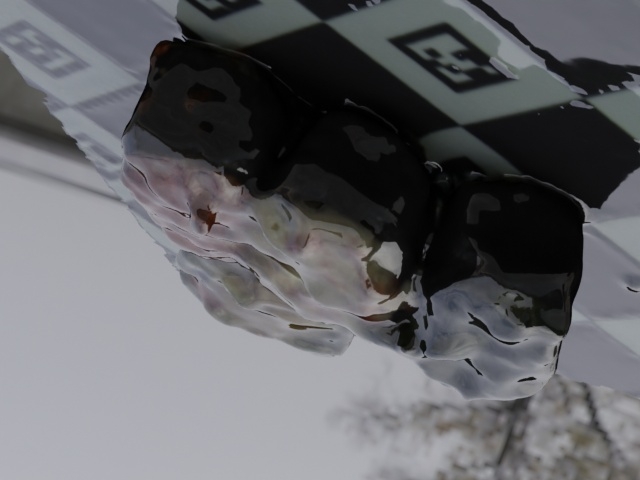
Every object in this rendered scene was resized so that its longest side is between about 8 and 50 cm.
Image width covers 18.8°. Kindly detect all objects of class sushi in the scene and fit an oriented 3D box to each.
[{"bbox_3d":[0.000,0.000,0.531,0.219,0.047,0.231,14,157,27],"label":"sushi"}]
